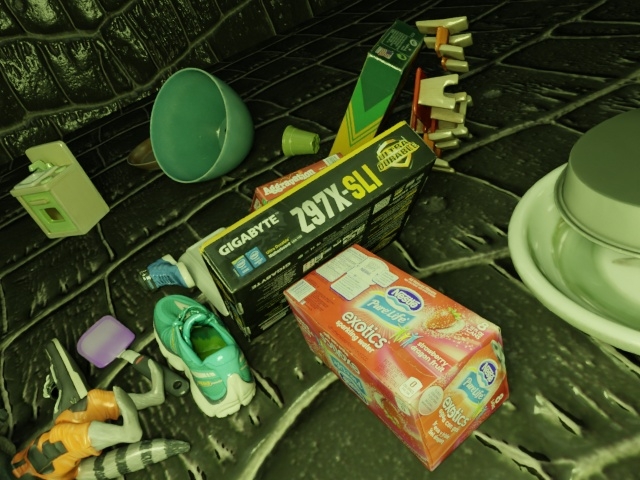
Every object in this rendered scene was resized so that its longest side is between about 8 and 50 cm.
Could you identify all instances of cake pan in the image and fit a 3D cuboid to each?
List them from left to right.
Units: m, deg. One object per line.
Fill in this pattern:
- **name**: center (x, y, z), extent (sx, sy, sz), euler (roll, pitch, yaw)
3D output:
- **cake pan**: center (0.431, -0.084, 0.552), extent (0.293, 0.054, 0.293), euler (-15, 34, 11)

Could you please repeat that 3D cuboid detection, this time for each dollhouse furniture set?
- **dollhouse furniture set**: center (0.221, -0.269, 0.960), extent (0.135, 0.262, 0.259), euler (8, 4, 23)

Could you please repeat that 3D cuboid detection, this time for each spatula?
- **spatula**: center (-0.310, 0.196, 0.788), extent (0.296, 0.030, 0.084), euler (12, 47, 40)

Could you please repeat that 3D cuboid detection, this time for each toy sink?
- **toy sink**: center (-0.737, -0.134, 1.322), extent (0.152, 0.234, 0.131), euler (-4, 37, 24)

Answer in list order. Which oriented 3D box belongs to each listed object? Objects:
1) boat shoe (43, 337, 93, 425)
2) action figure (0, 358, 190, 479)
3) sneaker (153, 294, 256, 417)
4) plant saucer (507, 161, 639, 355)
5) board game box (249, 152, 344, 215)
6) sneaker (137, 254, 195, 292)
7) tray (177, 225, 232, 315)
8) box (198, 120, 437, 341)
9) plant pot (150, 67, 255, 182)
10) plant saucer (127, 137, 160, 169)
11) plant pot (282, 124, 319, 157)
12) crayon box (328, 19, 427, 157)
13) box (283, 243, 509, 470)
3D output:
- **boat shoe**: center (-0.422, 0.227, 0.770), extent (0.065, 0.075, 0.206), euler (-36, 40, -25)
- **action figure**: center (-0.337, 0.294, 0.545), extent (0.330, 0.179, 0.341), euler (-35, 15, -9)
- **sneaker**: center (-0.178, 0.139, 0.712), extent (0.107, 0.110, 0.275), euler (-26, 32, -28)
- **plant saucer**: center (0.435, 0.012, 0.553), extent (0.400, 0.101, 0.401), euler (-16, 33, 11)
- **board game box**: center (-0.057, -0.010, 0.726), extent (0.145, 0.281, 0.027), euler (-28, 70, -32)
- **sneaker**: center (-0.306, 0.076, 0.929), extent (0.084, 0.058, 0.152), euler (-32, 30, -25)
- **tray**: center (-0.185, 0.041, 0.938), extent (0.145, 0.030, 0.270), euler (-34, 35, -19)
- **box**: center (0.000, 0.000, 0.691), extent (0.322, 0.257, 0.079), euler (-34, 73, -16)
- **plant pot**: center (-0.294, -0.299, 1.306), extent (0.290, 0.291, 0.195), euler (2, 4, 32)
- **plant saucer**: center (-0.502, -0.321, 1.621), extent (0.310, 0.050, 0.311), euler (-15, 33, 10)
- **plant pot**: center (-0.047, -0.255, 1.245), extent (0.079, 0.083, 0.083), euler (10, 44, 21)
- **crayon box**: center (0.118, -0.300, 1.077), extent (0.081, 0.319, 0.202), euler (28, 48, 3)
- **box**: center (0.081, 0.122, 0.580), extent (0.128, 0.123, 0.257), euler (-34, 34, -18)
